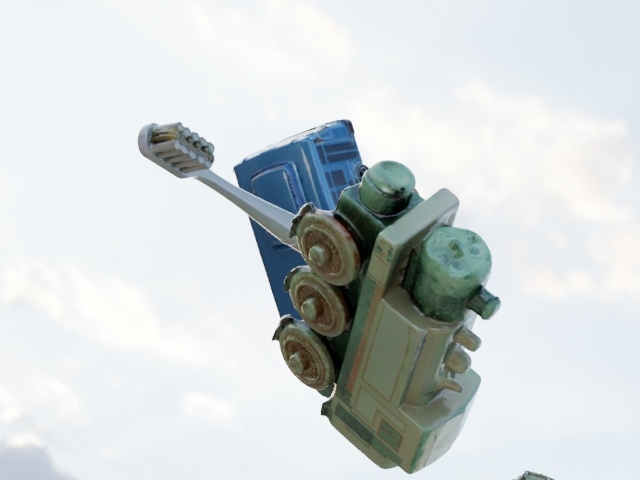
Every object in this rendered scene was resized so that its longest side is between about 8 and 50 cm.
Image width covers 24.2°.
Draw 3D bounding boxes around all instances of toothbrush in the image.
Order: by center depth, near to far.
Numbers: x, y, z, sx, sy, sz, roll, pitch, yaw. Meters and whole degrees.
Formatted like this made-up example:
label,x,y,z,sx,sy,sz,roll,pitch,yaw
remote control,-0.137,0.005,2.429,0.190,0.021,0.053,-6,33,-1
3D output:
label,x,y,z,sx,sy,sz,roll,pitch,yaw
toothbrush,-0.002,0.000,0.999,0.030,0.025,0.342,-6,-26,35

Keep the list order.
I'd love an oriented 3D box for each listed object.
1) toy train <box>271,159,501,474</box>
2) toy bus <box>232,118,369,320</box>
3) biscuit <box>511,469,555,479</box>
label,x,y,z,sx,sy,sz,roll,pitch,yaw
toy train,0.043,0.044,0.865,0.125,0.081,0.194,39,-37,21
toy bus,0.001,-0.003,1.249,0.090,0.106,0.185,-19,-92,31
biscuit,0.302,0.389,1.721,0.147,0.250,0.046,20,-50,-41
